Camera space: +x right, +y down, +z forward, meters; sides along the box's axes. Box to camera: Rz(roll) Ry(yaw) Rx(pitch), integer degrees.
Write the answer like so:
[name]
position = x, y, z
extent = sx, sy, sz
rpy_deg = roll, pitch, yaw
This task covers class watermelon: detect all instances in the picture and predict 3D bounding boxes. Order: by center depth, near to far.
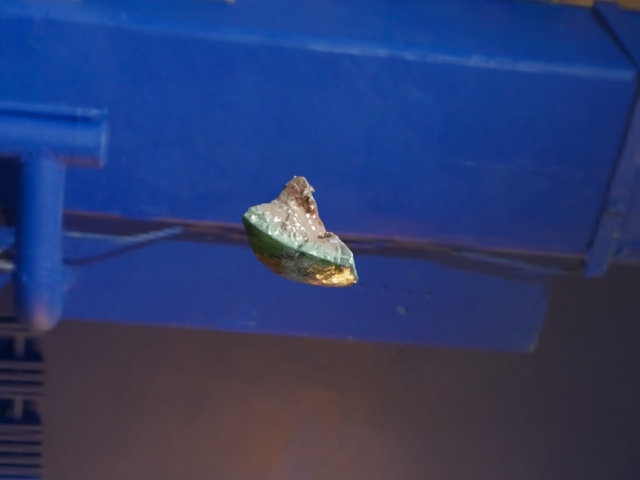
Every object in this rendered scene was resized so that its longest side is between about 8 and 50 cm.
[watermelon]
position = -0.004, 0.010, 1.084
extent = 0.080, 0.101, 0.155
rpy_deg = -59, 162, -29
